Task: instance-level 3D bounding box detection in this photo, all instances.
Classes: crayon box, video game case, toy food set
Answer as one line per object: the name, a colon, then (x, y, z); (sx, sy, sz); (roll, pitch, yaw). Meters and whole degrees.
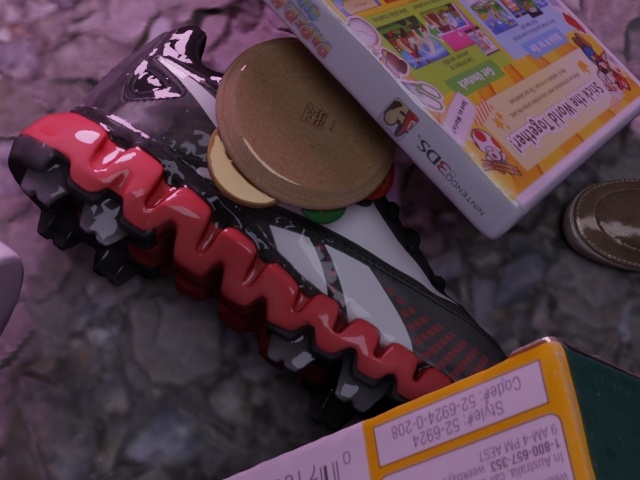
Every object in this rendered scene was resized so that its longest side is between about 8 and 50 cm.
crayon box: (0.048, 0.222, 0.397); (0.083, 0.203, 0.323); (24, 48, -43)
video game case: (0.055, -0.113, 0.568); (0.206, 0.026, 0.227); (48, 32, 6)
toy food set: (-0.005, -0.047, 0.500); (0.082, 0.020, 0.083); (13, 64, -16)

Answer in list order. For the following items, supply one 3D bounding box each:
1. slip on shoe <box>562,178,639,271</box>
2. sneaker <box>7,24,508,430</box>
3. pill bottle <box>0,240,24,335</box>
slip on shoe: (0.196, -0.006, 0.620); (0.135, 0.041, 0.051); (13, 70, -7)
sneaker: (0.000, 0.000, 0.548); (0.276, 0.097, 0.135); (35, 71, 3)
pill bottle: (-0.291, -0.029, 0.451); (0.334, 0.188, 0.188); (34, 69, 1)
